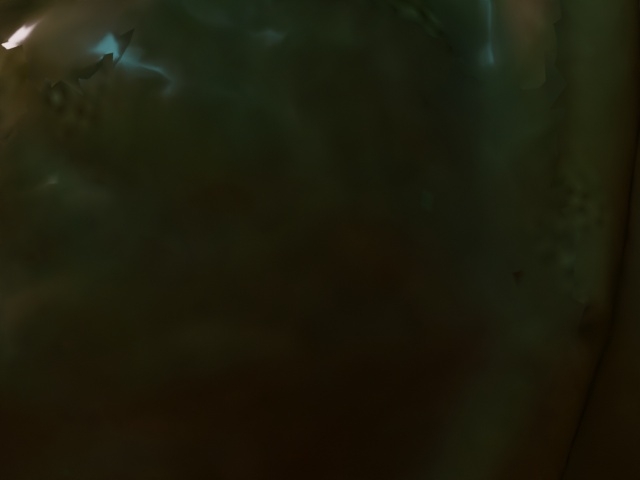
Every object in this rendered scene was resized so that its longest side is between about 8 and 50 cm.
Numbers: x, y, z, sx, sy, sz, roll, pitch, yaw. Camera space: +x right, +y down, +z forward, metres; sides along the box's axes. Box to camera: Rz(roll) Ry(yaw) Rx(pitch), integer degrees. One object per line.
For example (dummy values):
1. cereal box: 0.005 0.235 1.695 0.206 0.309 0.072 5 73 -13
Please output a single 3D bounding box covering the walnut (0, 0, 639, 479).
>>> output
1. walnut: 0.000 0.000 0.485 0.296 0.285 0.285 12 8 -24
